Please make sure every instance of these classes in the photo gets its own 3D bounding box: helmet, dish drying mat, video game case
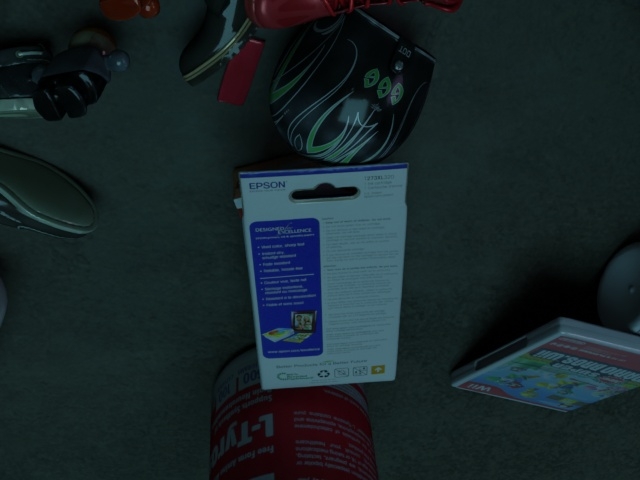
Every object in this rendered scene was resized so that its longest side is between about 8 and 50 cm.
[{"bbox_3d":[0.026,-0.152,0.912,0.169,0.169,0.161,27,105,-25],"label":"helmet"},{"bbox_3d":[-0.087,-0.186,0.962,0.032,0.008,0.083,12,126,-16],"label":"dish drying mat"},{"bbox_3d":[0.334,0.177,1.208,0.204,0.025,0.285,15,154,-15],"label":"video game case"}]

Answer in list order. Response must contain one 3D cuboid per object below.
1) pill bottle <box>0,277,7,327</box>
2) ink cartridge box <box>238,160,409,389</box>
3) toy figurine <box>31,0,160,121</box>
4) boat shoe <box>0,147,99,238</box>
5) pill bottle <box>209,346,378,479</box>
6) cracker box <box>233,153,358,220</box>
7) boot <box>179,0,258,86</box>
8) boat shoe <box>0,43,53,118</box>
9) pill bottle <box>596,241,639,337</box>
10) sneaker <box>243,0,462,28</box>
[{"bbox_3d":[-0.517,0.165,1.104,0.176,0.176,0.318,18,125,-19],"label":"pill bottle"},{"bbox_3d":[0.005,0.040,1.024,0.176,0.069,0.371,-4,137,-2],"label":"ink cartridge box"},{"bbox_3d":[-0.254,-0.241,0.808,0.213,0.148,0.209,26,129,-15],"label":"toy figurine"},{"bbox_3d":[-0.365,-0.059,1.000,0.228,0.081,0.069,29,130,-22],"label":"boat shoe"},{"bbox_3d":[-0.033,0.347,1.149,0.229,0.407,0.229,-3,129,-3],"label":"pill bottle"},{"bbox_3d":[0.000,0.000,1.086,0.156,0.067,0.232,-14,129,7],"label":"cracker box"},{"bbox_3d":[-0.109,-0.264,0.863,0.137,0.077,0.198,36,105,-24],"label":"boot"},{"bbox_3d":[-0.392,-0.168,0.919,0.233,0.084,0.079,0,94,3],"label":"boat shoe"},{"bbox_3d":[0.504,0.094,1.169,0.246,0.130,0.130,17,126,-18],"label":"pill bottle"},{"bbox_3d":[0.047,-0.242,0.799,0.221,0.128,0.087,-34,139,-13],"label":"sneaker"}]
